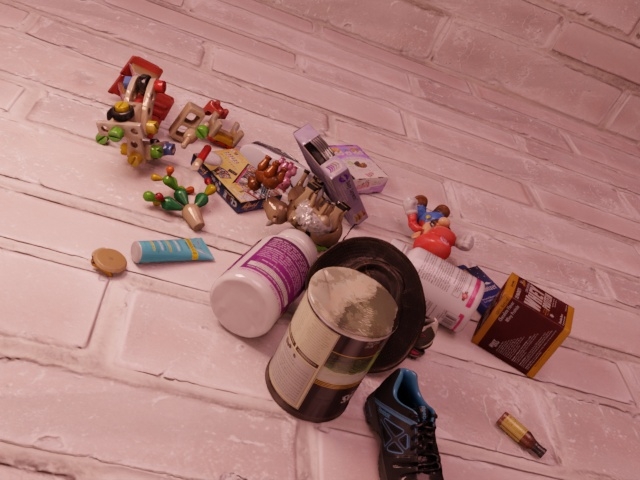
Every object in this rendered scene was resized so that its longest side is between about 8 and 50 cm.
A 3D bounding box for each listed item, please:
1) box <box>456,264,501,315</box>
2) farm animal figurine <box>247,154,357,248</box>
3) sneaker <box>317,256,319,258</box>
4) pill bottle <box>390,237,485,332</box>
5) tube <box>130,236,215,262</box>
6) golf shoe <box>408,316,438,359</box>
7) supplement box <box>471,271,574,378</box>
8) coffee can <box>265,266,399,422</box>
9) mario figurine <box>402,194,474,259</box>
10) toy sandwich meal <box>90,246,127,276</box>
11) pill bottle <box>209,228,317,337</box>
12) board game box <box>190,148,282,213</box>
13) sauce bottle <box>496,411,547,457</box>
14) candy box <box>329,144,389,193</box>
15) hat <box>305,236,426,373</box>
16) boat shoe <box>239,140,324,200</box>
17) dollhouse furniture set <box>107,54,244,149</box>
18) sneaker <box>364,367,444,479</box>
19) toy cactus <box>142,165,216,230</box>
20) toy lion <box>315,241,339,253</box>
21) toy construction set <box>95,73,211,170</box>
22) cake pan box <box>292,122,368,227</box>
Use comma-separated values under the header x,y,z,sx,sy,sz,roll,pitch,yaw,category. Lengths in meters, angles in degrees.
x,y,z,sx,sy,sz,roll,pitch,yaw,category
0.482,0.147,2.067,0.136,0.036,0.225,-10,47,-42,box
-0.059,-0.088,1.872,0.327,0.172,0.330,38,11,23,farm animal figurine
0.004,0.093,1.756,0.097,0.084,0.234,63,22,-12,sneaker
0.293,0.118,1.868,0.283,0.160,0.160,29,34,5,pill bottle
-0.362,0.025,1.669,0.207,0.052,0.080,-3,52,-45,tube
0.169,0.189,1.731,0.273,0.120,0.105,25,35,1,golf shoe
0.554,0.231,1.860,0.194,0.191,0.129,31,34,9,supplement box
0.020,0.222,1.443,0.202,0.275,0.201,17,35,-13,coffee can
0.370,-0.056,2.138,0.198,0.170,0.320,-10,27,8,mario figurine
-0.489,0.050,1.564,0.086,0.029,0.085,21,34,-16,toy sandwich meal
-0.121,0.088,1.627,0.169,0.169,0.301,32,35,8,pill bottle
-0.251,-0.182,2.019,0.165,0.042,0.243,-15,51,-45,board game box
0.484,0.469,1.630,0.128,0.042,0.042,42,37,18,sauce bottle
0.110,-0.243,2.315,0.165,0.070,0.196,-7,46,-40,candy box
0.125,0.145,1.584,0.331,0.134,0.331,2,80,-15,hat
-0.107,-0.224,2.124,0.301,0.108,0.102,28,34,15,boat shoe
-0.449,-0.398,2.124,0.374,0.152,0.201,22,29,-39,dollhouse furniture set
0.188,0.423,1.407,0.125,0.139,0.341,8,39,-28,sneaker
-0.356,-0.111,1.817,0.219,0.112,0.180,-3,53,-49,toy cactus
0.000,0.000,1.953,0.100,0.034,0.096,3,32,-29,toy lion
-0.460,-0.274,1.829,0.309,0.257,0.237,25,35,-8,toy construction set
0.030,-0.198,2.056,0.070,0.267,0.245,-35,52,-5,cake pan box
